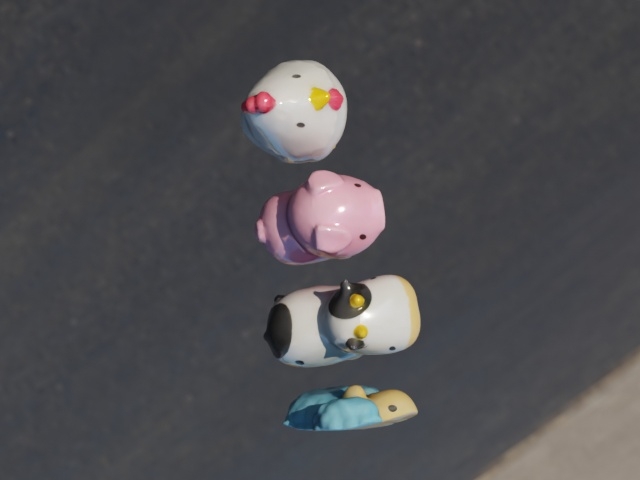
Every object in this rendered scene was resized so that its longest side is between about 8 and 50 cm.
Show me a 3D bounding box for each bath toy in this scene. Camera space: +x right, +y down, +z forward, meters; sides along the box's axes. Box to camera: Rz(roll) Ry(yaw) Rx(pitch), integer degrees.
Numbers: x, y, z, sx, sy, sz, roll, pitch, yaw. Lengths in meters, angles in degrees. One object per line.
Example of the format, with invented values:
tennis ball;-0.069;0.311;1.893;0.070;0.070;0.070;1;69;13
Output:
bath toy;0.000;0.000;1.759;0.151;0.348;0.129;-13;172;18
